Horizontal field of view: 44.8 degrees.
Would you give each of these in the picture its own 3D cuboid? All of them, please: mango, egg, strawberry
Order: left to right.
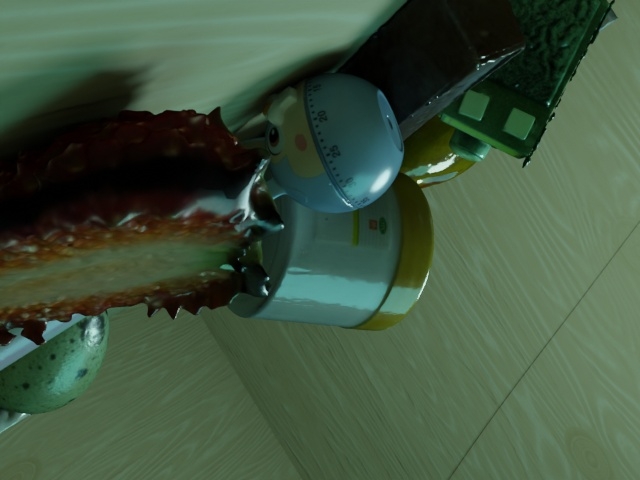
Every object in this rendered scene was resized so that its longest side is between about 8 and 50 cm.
[{"bbox_3d":[-0.388,0.143,1.093,0.228,0.177,0.177,-45,174,29],"label":"egg"},{"bbox_3d":[-0.187,-0.020,0.578,0.307,0.137,0.233,-7,156,-9],"label":"strawberry"},{"bbox_3d":[0.163,-0.183,1.309,0.253,0.182,0.365,-19,-171,24],"label":"mango"}]

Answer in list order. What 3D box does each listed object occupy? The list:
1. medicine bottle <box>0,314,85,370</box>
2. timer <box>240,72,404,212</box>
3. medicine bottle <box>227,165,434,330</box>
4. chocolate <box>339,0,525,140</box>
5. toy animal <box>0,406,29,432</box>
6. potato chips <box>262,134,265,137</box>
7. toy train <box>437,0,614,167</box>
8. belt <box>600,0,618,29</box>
[{"bbox_3d":[-0.340,0.071,0.960,0.426,0.108,0.108,-34,-179,-13],"label":"medicine bottle"},{"bbox_3d":[-0.034,-0.108,0.879,0.256,0.175,0.175,-2,-178,1],"label":"timer"},{"bbox_3d":[0.000,0.000,1.087,0.232,0.237,0.238,10,156,-31],"label":"medicine bottle"},{"bbox_3d":[0.104,-0.194,0.928,0.112,0.111,0.321,-29,179,-29],"label":"chocolate"},{"bbox_3d":[-0.550,0.231,1.219,0.204,0.156,0.208,-30,-170,-26],"label":"toy animal"},{"bbox_3d":[-0.050,-0.134,1.140,0.150,0.049,0.202,-9,168,-38],"label":"potato chips"},{"bbox_3d":[0.263,-0.233,1.045,0.271,0.159,0.188,-63,177,5],"label":"toy train"},{"bbox_3d":[0.365,-0.361,1.448,0.347,0.117,0.212,-29,-177,31],"label":"belt"}]
